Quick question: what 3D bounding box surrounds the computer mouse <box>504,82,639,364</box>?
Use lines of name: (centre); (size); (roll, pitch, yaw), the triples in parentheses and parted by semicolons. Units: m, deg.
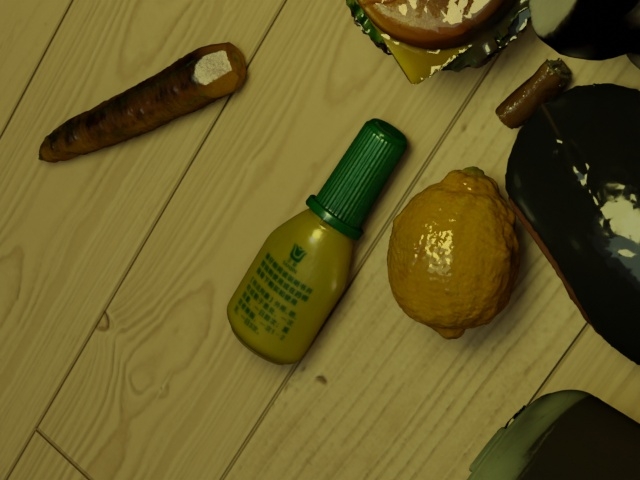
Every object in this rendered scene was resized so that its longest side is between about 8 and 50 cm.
computer mouse: (0.314, -0.012, 1.604); (0.183, 0.116, 0.323); (-38, 78, 21)

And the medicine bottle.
medicine bottle: (0.000, 0.000, 1.786); (0.111, 0.076, 0.309); (38, 112, 16)

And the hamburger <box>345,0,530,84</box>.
hamburger: (0.134, -0.299, 1.645); (0.262, 0.139, 0.243); (-34, 83, 22)

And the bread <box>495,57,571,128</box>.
bread: (0.225, -0.154, 1.669); (0.083, 0.047, 0.036); (-45, 77, 25)

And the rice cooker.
rice cooker: (0.281, 0.348, 1.547); (0.325, 0.335, 0.335); (33, 110, 20)

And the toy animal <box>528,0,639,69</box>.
toy animal: (0.331, -0.244, 1.514); (0.165, 0.235, 0.187); (-114, 37, -57)

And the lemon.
lemon: (0.142, 0.012, 1.680); (0.142, 0.142, 0.187); (13, 97, 25)

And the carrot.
carrot: (-0.225, -0.156, 1.892); (0.314, 0.066, 0.066); (-21, 86, 28)
